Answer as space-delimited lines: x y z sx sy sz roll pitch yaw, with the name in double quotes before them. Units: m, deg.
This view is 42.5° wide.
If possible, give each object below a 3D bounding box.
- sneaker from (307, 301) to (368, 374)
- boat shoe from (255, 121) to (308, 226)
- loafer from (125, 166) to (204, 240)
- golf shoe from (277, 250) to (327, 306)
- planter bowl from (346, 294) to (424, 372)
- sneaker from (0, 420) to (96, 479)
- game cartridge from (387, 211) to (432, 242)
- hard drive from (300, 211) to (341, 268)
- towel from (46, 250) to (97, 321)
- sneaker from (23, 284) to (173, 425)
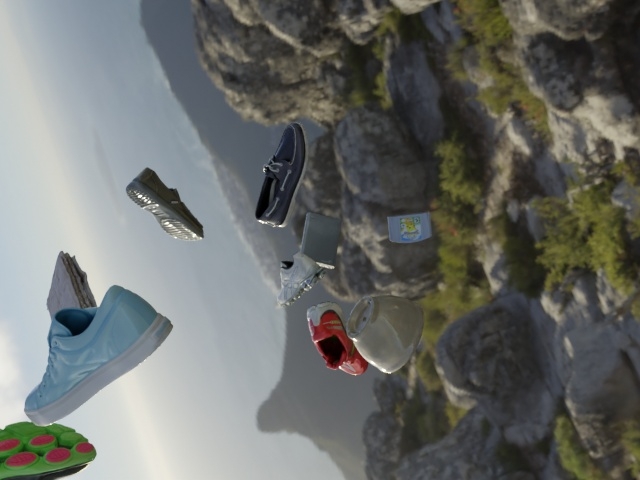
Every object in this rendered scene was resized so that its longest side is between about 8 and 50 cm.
"sneaker" 0.037 0.261 1.952 0.279 0.107 0.118 54 -155 -45
"boat shoe" -0.077 -0.126 1.570 0.075 0.065 0.206 30 111 52
"loafer" -0.356 -0.085 1.968 0.094 0.087 0.251 -1 147 32
"golf shoe" -0.056 0.078 1.749 0.086 0.069 0.176 47 139 1
"planter bowl" 0.123 0.180 1.710 0.162 0.109 0.162 -48 26 33
"sneaker" -0.741 0.566 1.854 0.185 0.482 0.202 37 134 39
"game cartridge" 0.173 -0.024 1.589 0.017 0.083 0.056 -106 9 -76
"hard drive" 0.000 0.000 2.147 0.022 0.094 0.135 126 155 -64
"towel" -0.557 0.173 1.866 0.282 0.049 0.187 57 136 38
"sneaker" -0.416 0.186 1.419 0.150 0.366 0.135 49 -154 -12
